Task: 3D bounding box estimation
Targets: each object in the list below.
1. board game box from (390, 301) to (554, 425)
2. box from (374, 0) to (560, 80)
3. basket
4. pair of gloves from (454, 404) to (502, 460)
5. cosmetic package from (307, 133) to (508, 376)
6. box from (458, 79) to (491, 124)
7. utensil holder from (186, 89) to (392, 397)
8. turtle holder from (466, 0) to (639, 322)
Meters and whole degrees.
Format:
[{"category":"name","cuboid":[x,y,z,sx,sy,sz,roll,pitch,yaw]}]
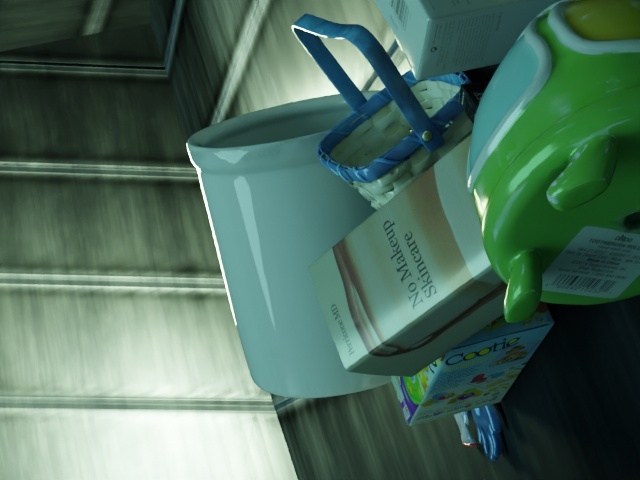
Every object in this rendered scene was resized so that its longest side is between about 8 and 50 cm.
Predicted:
[{"category":"board game box","cuboid":[0.180,0.117,1.622,0.275,0.144,0.142,105,150,-62]},{"category":"box","cuboid":[0.159,-0.256,1.289,0.091,0.170,0.130,98,155,-54]},{"category":"basket","cuboid":[0.084,-0.158,1.555,0.289,0.201,0.255,48,177,-24]},{"category":"pair of gloves","cuboid":[0.223,0.239,1.827,0.198,0.023,0.159,172,83,-77]},{"category":"cosmetic package","cuboid":[0.142,0.018,1.392,0.296,0.129,0.153,-41,58,32]},{"category":"box","cuboid":[0.226,-0.114,1.275,0.029,0.116,0.162,95,158,-44]},{"category":"utensil holder","cuboid":[0.000,0.000,1.868,0.327,0.327,0.385,-143,39,-69]},{"category":"turtle holder","cuboid":[0.233,-0.097,0.994,0.320,0.243,0.227,77,-178,-53]}]
